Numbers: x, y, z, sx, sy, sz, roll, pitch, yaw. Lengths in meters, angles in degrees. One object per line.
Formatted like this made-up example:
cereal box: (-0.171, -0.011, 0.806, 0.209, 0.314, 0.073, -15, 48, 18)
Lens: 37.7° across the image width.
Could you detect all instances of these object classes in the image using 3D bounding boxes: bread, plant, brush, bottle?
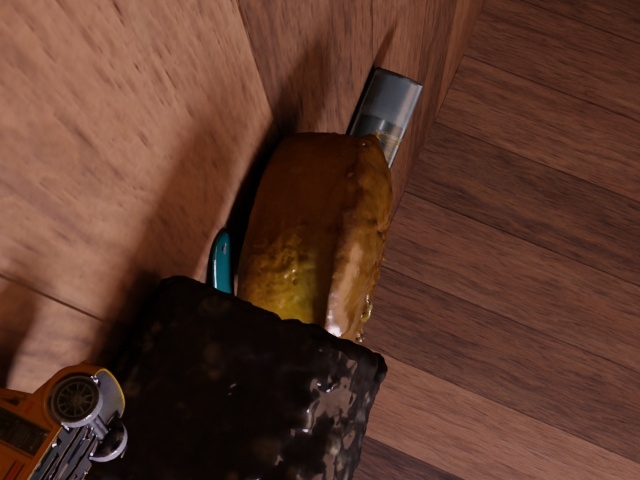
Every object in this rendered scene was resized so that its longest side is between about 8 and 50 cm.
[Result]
bread: (0.000, 0.000, 1.006, 0.268, 0.146, 0.268, 12, 90, -85)
plant: (-0.087, 0.201, 0.768, 0.213, 0.215, 0.312, 37, 70, -78)
brush: (-0.108, 0.067, 0.969, 0.043, 0.032, 0.193, -58, 156, -46)
bottle: (0.067, -0.117, 1.420, 0.082, 0.082, 0.286, -25, 138, -79)

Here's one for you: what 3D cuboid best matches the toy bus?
toy bus: (-0.175, 0.138, 0.521, 0.069, 0.074, 0.162, 85, 30, -58)
